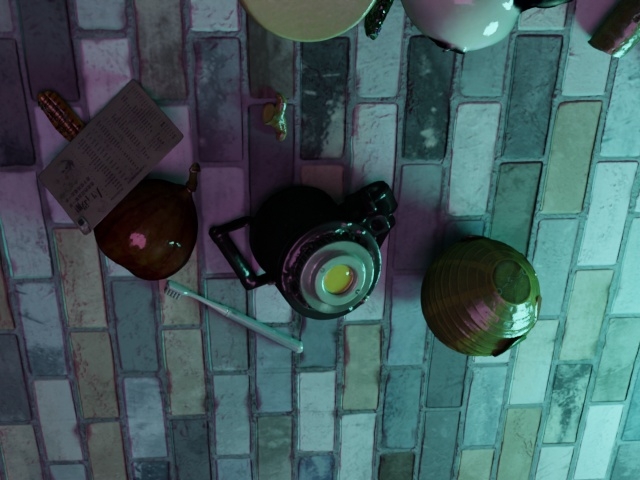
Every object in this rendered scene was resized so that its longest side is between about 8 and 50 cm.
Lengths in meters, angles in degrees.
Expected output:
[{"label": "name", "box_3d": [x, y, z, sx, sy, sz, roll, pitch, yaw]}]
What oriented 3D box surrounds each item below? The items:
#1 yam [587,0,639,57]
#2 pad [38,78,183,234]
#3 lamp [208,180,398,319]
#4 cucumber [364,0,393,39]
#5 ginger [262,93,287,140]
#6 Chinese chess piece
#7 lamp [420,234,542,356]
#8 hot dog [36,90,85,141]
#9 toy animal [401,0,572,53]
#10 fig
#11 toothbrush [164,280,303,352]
[{"label": "yam", "box_3d": [0.570, -0.407, 1.700, 0.078, 0.078, 0.179, 29, 115, -21]}, {"label": "pad", "box_3d": [-0.390, -0.154, 1.733, 0.265, 0.009, 0.159, -44, 75, 7]}, {"label": "lamp", "box_3d": [-0.020, 0.029, 1.816, 0.374, 0.272, 0.205, -24, 120, 11]}, {"label": "cucumber", "box_3d": [0.128, -0.468, 1.644, 0.044, 0.043, 0.256, 28, 122, 7]}, {"label": "ginger", "box_3d": [-0.087, -0.231, 1.786, 0.048, 0.030, 0.097, -2, 121, -5]}, {"label": "Chinese chess piece", "box_3d": [-0.022, -0.471, 1.596, 0.273, 0.102, 0.273, -3, 124, -4]}, {"label": "lamp", "box_3d": [0.313, 0.127, 1.937, 0.250, 0.250, 0.284, 24, 150, -18]}, {"label": "hot dog", "box_3d": [-0.482, -0.229, 1.753, 0.049, 0.037, 0.122, -33, 121, 12]}, {"label": "toy animal", "box_3d": [0.280, -0.452, 1.553, 0.310, 0.251, 0.251, -34, 120, 3]}, {"label": "fig", "box_3d": [-0.306, -0.049, 1.809, 0.249, 0.186, 0.204, -45, 126, 1]}, {"label": "toothbrush", "box_3d": [-0.183, 0.168, 2.038, 0.342, 0.025, 0.030, 26, 121, -19]}]
